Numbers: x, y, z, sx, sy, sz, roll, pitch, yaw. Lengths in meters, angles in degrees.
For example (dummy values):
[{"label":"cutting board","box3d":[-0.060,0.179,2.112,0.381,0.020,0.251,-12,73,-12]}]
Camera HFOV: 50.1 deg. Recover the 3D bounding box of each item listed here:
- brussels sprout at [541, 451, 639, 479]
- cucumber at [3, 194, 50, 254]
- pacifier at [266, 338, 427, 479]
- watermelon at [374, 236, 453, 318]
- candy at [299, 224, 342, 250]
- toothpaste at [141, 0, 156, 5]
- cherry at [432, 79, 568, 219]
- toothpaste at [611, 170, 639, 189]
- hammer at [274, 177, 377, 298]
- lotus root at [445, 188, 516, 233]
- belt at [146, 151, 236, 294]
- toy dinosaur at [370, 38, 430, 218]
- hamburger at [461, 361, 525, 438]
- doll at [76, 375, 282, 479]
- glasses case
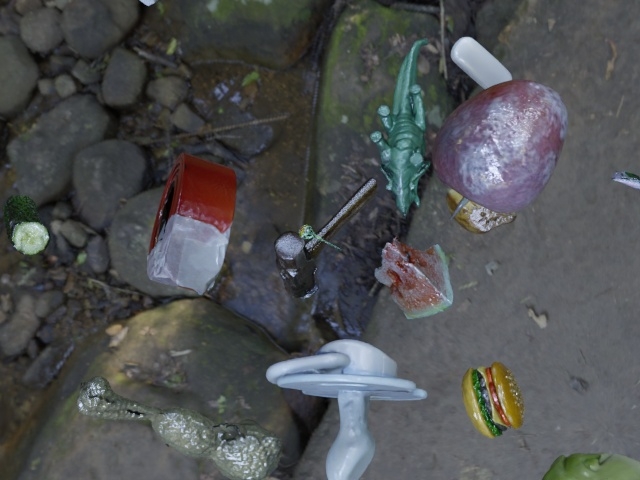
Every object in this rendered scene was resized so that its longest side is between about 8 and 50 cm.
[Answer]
[{"label":"brussels sprout","box3d":[0.499,0.555,1.229,0.247,0.328,0.328,15,82,41]},{"label":"cucumber","box3d":[-0.441,-0.021,1.022,0.058,0.058,0.187,-58,31,-1]},{"label":"pacifier","box3d":[0.036,0.257,0.996,0.227,0.279,0.208,-5,71,15]},{"label":"watermelon","box3d":[0.153,0.073,1.149,0.097,0.158,0.121,-34,65,27]},{"label":"candy","box3d":[0.000,0.000,1.197,0.083,0.023,0.025,30,62,-4]},{"label":"toothpaste","box3d":[-0.110,-0.302,0.643,0.067,0.043,0.195,42,74,-16]},{"label":"cherry","box3d":[0.305,-0.154,1.205,0.286,0.212,0.236,-55,33,17]},{"label":"toothpaste","box3d":[0.657,-0.102,1.334,0.169,0.045,0.028,22,128,25]},{"label":"hammer","box3d":[0.027,-0.032,2.028,0.095,0.243,0.409,32,69,28]},{"label":"lotus root","box3d":[0.367,-0.061,1.583,0.159,0.135,0.096,11,111,-15]},{"label":"belt","box3d":[-0.246,-0.034,1.298,0.324,0.115,0.227,-105,36,-56]},{"label":"toy dinosaur","box3d":[0.126,-0.179,1.040,0.079,0.120,0.292,0,86,17]},{"label":"hamburger","box3d":[0.371,0.341,1.469,0.115,0.162,0.162,-21,68,20]},{"label":"doll","box3d":[-0.192,0.268,0.962,0.285,0.203,0.091,9,46,-4]},{"label":"glasses case","box3d":[0.425,-0.458,1.803,0.074,0.193,0.049,-53,23,10]}]
